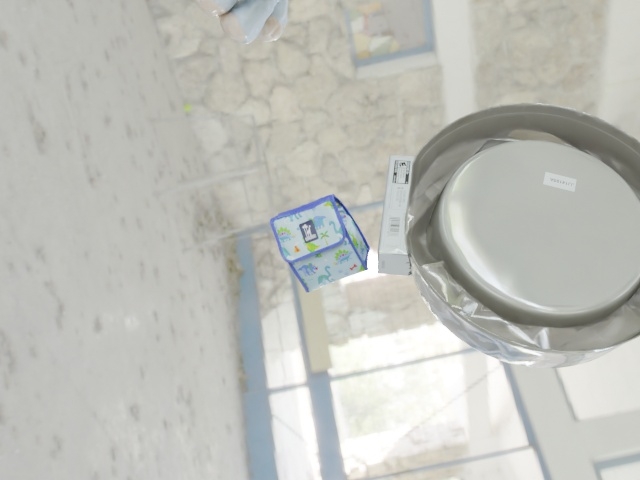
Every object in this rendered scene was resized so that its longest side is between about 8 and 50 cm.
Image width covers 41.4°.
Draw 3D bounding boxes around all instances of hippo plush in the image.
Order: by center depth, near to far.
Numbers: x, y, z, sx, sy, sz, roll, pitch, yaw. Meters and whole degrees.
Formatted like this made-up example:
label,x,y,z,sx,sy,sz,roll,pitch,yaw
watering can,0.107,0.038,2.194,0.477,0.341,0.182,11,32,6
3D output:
label,x,y,z,sx,sy,sz,roll,pitch,yaw
hippo plush,-0.065,-0.483,1.566,0.237,0.294,0.234,15,-57,47

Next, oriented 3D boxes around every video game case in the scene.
label,x,y,z,sx,sy,sz,roll,pitch,yaw
video game case,0.235,-0.042,1.529,0.061,0.244,0.269,87,10,-45

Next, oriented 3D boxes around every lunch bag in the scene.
label,x,y,z,sx,sy,sz,roll,pitch,yaw
lunch bag,0.000,0.000,1.488,0.151,0.129,0.096,60,19,-26

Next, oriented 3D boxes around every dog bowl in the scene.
label,x,y,z,sx,sy,sz,roll,pitch,yaw
dog bowl,0.265,-0.004,1.030,0.102,0.349,0.348,94,-13,-58
